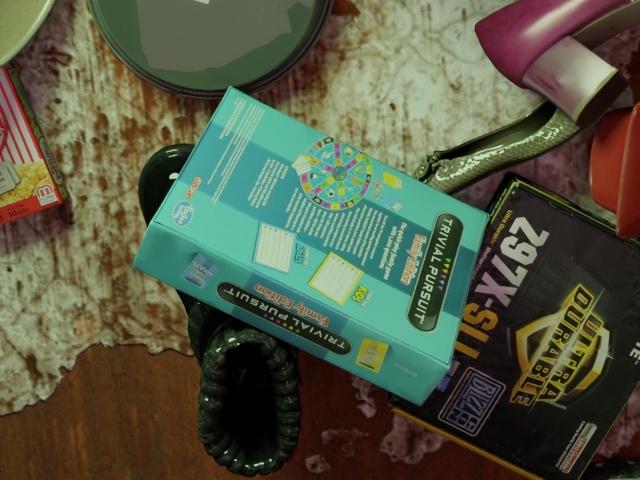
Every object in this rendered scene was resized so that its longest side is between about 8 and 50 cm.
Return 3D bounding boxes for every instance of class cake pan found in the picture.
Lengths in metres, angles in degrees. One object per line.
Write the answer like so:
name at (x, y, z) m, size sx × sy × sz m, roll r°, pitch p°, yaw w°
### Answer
cake pan at (-0.129, -0.299, 1.384) m, size 0.293 × 0.054 × 0.293 m, roll 1°, pitch 107°, yaw 2°

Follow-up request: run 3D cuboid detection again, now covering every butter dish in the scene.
butter dish at (0.360, -0.095, 1.404) m, size 0.160 × 0.118 × 0.159 m, roll -10°, pitch 112°, yaw -39°

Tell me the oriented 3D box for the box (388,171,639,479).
box at (0.265, 0.114, 1.478) m, size 0.257 × 0.079 × 0.322 m, roll 27°, pitch 104°, yaw -4°

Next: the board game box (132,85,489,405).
board game box at (0.000, 0.000, 1.334) m, size 0.336 × 0.253 × 0.079 m, roll 27°, pitch 133°, yaw -4°

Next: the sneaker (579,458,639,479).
sneaker at (0.465, 0.395, 1.524) m, size 0.411 × 0.158 × 0.182 m, roll 5°, pitch 123°, yaw 5°

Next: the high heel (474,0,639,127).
high heel at (0.342, -0.313, 1.337) m, size 0.377 × 0.127 × 0.181 m, roll -46°, pitch 64°, yaw 5°

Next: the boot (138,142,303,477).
boot at (-0.111, 0.069, 1.380) m, size 0.131 × 0.260 × 0.347 m, roll -24°, pitch 103°, yaw 8°

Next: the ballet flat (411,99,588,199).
ballet flat at (0.215, -0.118, 1.418) m, size 0.250 × 0.084 × 0.058 m, roll -28°, pitch 106°, yaw 14°

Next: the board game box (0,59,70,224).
board game box at (-0.405, -0.113, 1.451) m, size 0.147 × 0.045 × 0.193 m, roll -19°, pitch 103°, yaw 7°

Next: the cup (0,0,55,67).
cup at (-0.453, -0.349, 1.277) m, size 0.237 × 0.331 × 0.331 m, roll 21°, pitch 106°, yaw 24°
